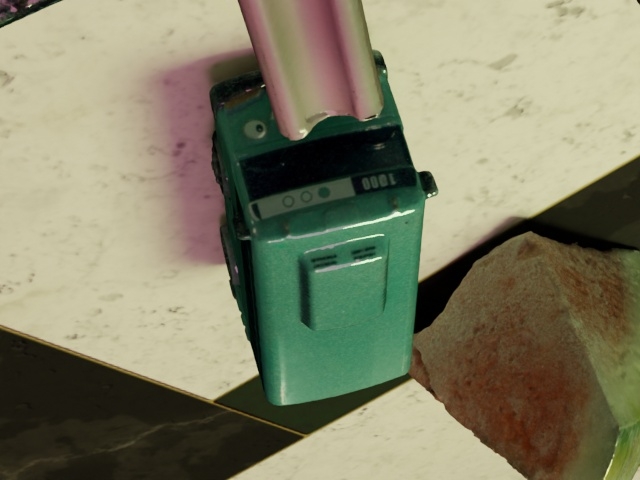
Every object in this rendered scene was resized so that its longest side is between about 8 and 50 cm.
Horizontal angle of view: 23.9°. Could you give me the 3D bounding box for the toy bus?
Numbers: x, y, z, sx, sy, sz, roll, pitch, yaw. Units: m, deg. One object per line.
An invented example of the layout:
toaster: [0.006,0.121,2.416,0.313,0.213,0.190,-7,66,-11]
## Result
toy bus: [0.000,0.000,1.036,0.128,0.147,0.256,-14,150,-8]

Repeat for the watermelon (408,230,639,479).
watermelon: [0.189,0.111,1.281,0.193,0.232,0.310,-42,-175,33]

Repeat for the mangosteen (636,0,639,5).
mangosteen: [0.260,-0.181,0.822,0.210,0.209,0.210,-12,149,-7]

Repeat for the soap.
soap: [-0.019,-0.159,0.795,0.066,0.122,0.203,-16,148,2]

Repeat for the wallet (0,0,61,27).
wallet: [-0.086,-0.214,0.649,0.379,0.190,0.046,-22,-167,10]
